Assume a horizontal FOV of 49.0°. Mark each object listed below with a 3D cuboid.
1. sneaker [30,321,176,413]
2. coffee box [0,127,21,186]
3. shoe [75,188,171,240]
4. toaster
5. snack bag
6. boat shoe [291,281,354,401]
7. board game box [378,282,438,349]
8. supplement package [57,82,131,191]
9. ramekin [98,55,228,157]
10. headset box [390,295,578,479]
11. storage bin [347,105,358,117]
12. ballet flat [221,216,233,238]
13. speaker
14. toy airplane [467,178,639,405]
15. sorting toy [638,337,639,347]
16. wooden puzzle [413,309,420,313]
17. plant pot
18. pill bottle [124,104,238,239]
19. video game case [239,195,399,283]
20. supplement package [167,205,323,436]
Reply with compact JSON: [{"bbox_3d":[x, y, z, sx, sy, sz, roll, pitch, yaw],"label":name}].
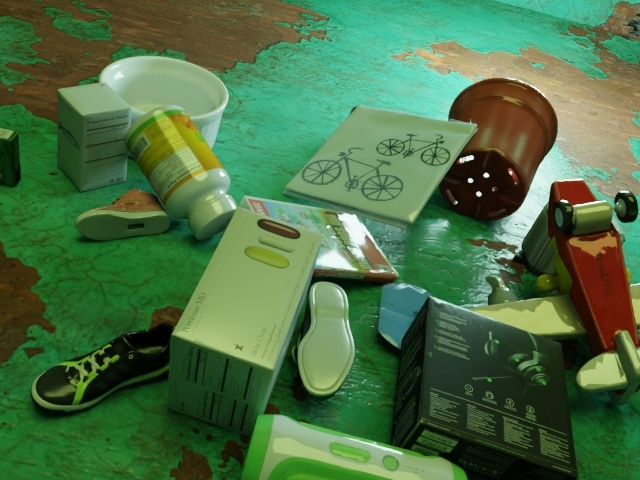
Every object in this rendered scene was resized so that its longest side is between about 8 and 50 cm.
[{"bbox_3d":[-0.311,0.173,1.039,0.235,0.097,0.084,-17,49,-36],"label":"sneaker"},{"bbox_3d":[-0.666,-0.173,1.323,0.184,0.113,0.040,11,39,-6],"label":"coffee box"},{"bbox_3d":[-0.378,-0.050,1.324,0.178,0.063,0.081,-4,41,-33],"label":"shoe"},{"bbox_3d":[0.549,-0.001,1.542,0.227,0.146,0.129,11,37,-8],"label":"toaster"},{"bbox_3d":[0.134,-0.179,1.552,0.323,0.037,0.342,16,52,30],"label":"snack bag"},{"bbox_3d":[0.001,0.175,1.171,0.095,0.079,0.254,7,36,-9],"label":"boat shoe"},{"bbox_3d":[0.167,0.154,1.301,0.133,0.033,0.168,18,42,-6],"label":"board game box"},{"bbox_3d":[-0.450,-0.205,1.388,0.105,0.179,0.105,-20,50,-38],"label":"supplement package"},{"bbox_3d":[-0.353,-0.288,1.566,0.277,0.135,0.277,11,37,-8],"label":"ramekin"},{"bbox_3d":[0.252,0.247,1.113,0.246,0.131,0.283,19,40,-4],"label":"headset box"},{"bbox_3d":[0.135,-0.271,1.777,0.135,0.098,0.091,27,11,13],"label":"storage bin"},{"bbox_3d":[-0.132,0.042,1.288,0.091,0.077,0.241,-5,43,-27],"label":"ballet flat"},{"bbox_3d":[0.042,0.328,0.956,0.297,0.131,0.131,15,38,-2],"label":"speaker"},{"bbox_3d":[0.516,0.121,1.327,0.386,0.272,0.384,35,78,9],"label":"toy airplane"},{"bbox_3d":[0.708,0.242,1.373,0.275,0.046,0.132,-2,41,-9],"label":"sorting toy"},{"bbox_3d":[0.233,0.149,1.274,0.079,0.014,0.116,-5,20,-45],"label":"wooden puzzle"},{"bbox_3d":[0.407,-0.202,1.668,0.273,0.272,0.265,22,46,7],"label":"plant pot"},{"bbox_3d":[-0.261,-0.128,1.363,0.136,0.136,0.245,-25,76,-41],"label":"pill bottle"},{"bbox_3d":[0.000,0.000,1.373,0.285,0.025,0.204,7,37,-37],"label":"video game case"},{"bbox_3d":[-0.113,0.120,1.063,0.145,0.204,0.261,18,47,2],"label":"supplement package"}]
